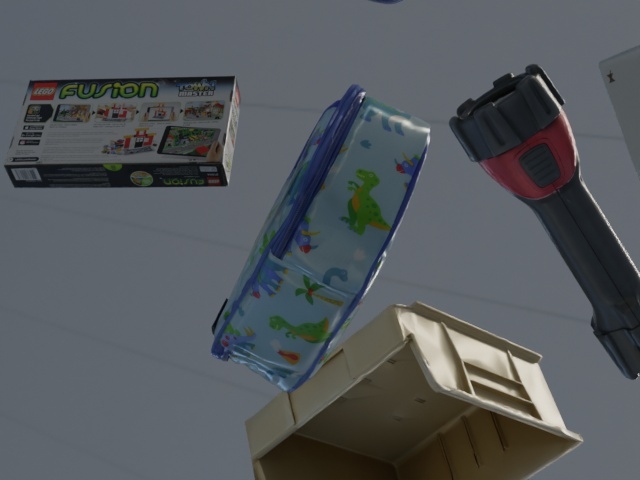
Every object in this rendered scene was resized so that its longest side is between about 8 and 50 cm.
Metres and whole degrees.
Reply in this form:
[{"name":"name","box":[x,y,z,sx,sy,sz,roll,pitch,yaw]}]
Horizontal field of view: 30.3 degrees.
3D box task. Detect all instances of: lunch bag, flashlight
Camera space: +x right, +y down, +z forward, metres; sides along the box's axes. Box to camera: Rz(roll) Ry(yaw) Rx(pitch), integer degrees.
[{"name":"lunch bag","box":[0.000,0.000,0.900,0.090,0.176,0.219,28,-39,-2]},{"name":"flashlight","box":[0.240,-0.015,1.117,0.103,0.103,0.304,-16,-67,54]}]

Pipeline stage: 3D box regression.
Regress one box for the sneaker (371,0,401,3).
[{"name":"sneaker","box":[-0.003,-0.381,1.485,0.112,0.296,0.131,-45,-157,28]}]

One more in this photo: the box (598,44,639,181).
[{"name":"box","box":[0.279,-0.107,0.859,0.101,0.087,0.101,-17,-87,56]}]

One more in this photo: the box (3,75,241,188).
[{"name":"box","box":[-0.184,-0.103,1.121,0.036,0.207,0.114,81,12,-52]}]

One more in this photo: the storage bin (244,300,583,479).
[{"name":"storage bin","box":[0.096,0.211,1.311,0.262,0.260,0.123,-41,-136,28]}]
